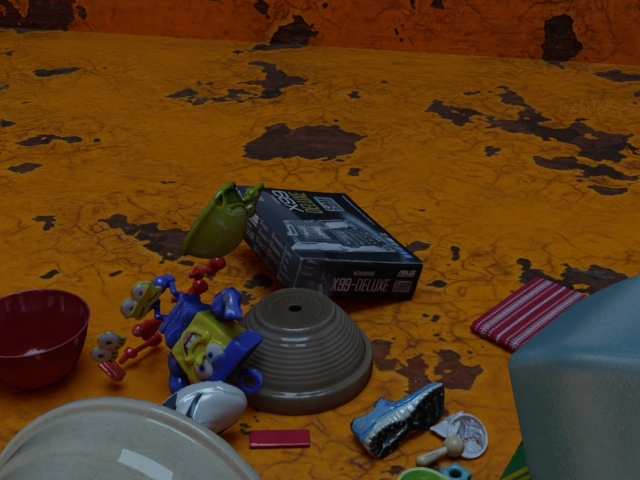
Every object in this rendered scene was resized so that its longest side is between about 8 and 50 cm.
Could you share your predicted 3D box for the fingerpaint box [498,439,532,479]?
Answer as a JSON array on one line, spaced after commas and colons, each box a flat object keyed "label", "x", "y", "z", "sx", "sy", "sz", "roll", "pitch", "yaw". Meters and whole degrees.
[{"label": "fingerpaint box", "x": 0.368, "y": 0.374, "z": 0.872, "sx": 0.444, "sy": 0.163, "sz": 0.371, "roll": 16, "pitch": 33, "yaw": 28}]

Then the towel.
[{"label": "towel", "x": 0.406, "y": 0.150, "z": 1.421, "sx": 0.198, "sy": 0.031, "sz": 0.274, "roll": -28, "pitch": 37, "yaw": -36}]

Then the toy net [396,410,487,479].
[{"label": "toy net", "x": 0.181, "y": 0.287, "z": 1.159, "sx": 0.122, "sy": 0.045, "sz": 0.232, "roll": 10, "pitch": 30, "yaw": 19}]

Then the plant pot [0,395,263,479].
[{"label": "plant pot", "x": -0.219, "y": 0.334, "z": 0.705, "sx": 0.333, "sy": 0.334, "sz": 0.305, "roll": 8, "pitch": 14, "yaw": 16}]

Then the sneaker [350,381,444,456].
[{"label": "sneaker", "x": 0.108, "y": 0.234, "z": 1.242, "sx": 0.162, "sy": 0.063, "sz": 0.073, "roll": -22, "pitch": 32, "yaw": -34}]

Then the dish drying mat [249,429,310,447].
[{"label": "dish drying mat", "x": -0.056, "y": 0.273, "z": 1.228, "sx": 0.083, "sy": 0.008, "sz": 0.032, "roll": -1, "pitch": 29, "yaw": -2}]

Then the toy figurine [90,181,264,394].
[{"label": "toy figurine", "x": -0.137, "y": 0.116, "z": 1.283, "sx": 0.217, "sy": 0.363, "sz": 0.191, "roll": 43, "pitch": 20, "yaw": 15}]

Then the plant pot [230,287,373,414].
[{"label": "plant pot", "x": -0.036, "y": 0.148, "z": 1.353, "sx": 0.237, "sy": 0.110, "sz": 0.237, "roll": 0, "pitch": 29, "yaw": 0}]

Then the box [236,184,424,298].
[{"label": "box", "x": 0.000, "y": 0.000, "z": 1.593, "sx": 0.242, "sy": 0.077, "sz": 0.307, "roll": 4, "pitch": 24, "yaw": -29}]

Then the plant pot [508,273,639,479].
[{"label": "plant pot", "x": 0.330, "y": 0.163, "z": 0.856, "sx": 0.252, "sy": 0.248, "sz": 0.247, "roll": 2, "pitch": 22, "yaw": 45}]

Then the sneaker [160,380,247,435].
[{"label": "sneaker", "x": -0.183, "y": 0.276, "z": 1.137, "sx": 0.234, "sy": 0.094, "sz": 0.153, "roll": -14, "pitch": 33, "yaw": -23}]

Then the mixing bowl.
[{"label": "mixing bowl", "x": -0.433, "y": 0.160, "z": 1.347, "sx": 0.181, "sy": 0.098, "sz": 0.181, "roll": -1, "pitch": 29, "yaw": 1}]
